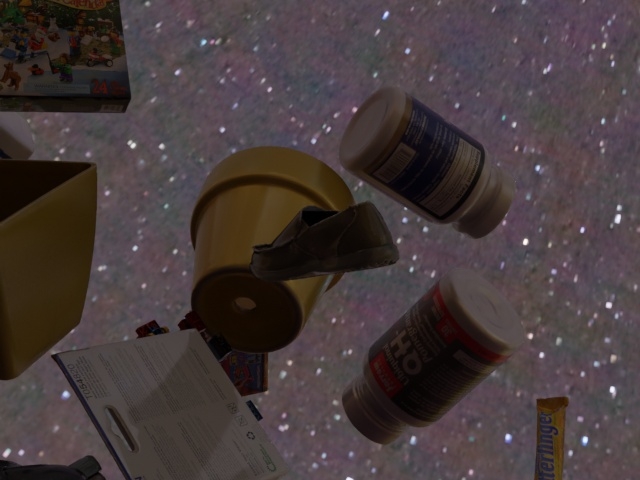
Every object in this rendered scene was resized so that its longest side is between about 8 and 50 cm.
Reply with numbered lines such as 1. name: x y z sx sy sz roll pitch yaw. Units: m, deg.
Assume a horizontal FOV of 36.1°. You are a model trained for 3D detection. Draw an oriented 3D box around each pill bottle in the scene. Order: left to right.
1. pill bottle: 0.184 0.210 1.701 0.176 0.176 0.318 39 -63 -8
2. pill bottle: 0.173 -0.117 1.558 0.264 0.153 0.153 31 -47 -23

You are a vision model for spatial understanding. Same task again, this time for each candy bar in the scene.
1. candy bar: 0.264 0.250 1.133 0.040 0.161 0.018 -11 -47 28

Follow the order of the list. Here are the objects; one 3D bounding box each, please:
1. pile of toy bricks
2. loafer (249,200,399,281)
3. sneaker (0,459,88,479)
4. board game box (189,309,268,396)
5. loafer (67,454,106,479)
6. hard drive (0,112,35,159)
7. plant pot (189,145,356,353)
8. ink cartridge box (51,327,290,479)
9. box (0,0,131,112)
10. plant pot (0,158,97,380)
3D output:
1. pile of toy bricks: -0.176 0.208 1.353 0.212 0.118 0.105 54 -47 11
2. loafer: 0.000 0.000 1.216 0.251 0.094 0.087 -10 -92 48
3. sneaker: -0.145 0.185 0.534 0.153 0.268 0.101 9 -95 2
4. board game box: -0.172 0.217 1.886 0.145 0.027 0.281 -10 -41 -12
5. loafer: -0.264 0.275 0.838 0.096 0.267 0.084 -39 -95 31
6. hard drive: -0.514 -0.221 1.260 0.318 0.210 0.040 39 -89 -26
7. plant pot: -0.084 0.027 1.452 0.254 0.239 0.254 6 -52 8
8. ink cartridge box: -0.172 0.207 1.108 0.045 0.224 0.223 -50 -116 28
9. box: -0.348 -0.230 1.151 0.233 0.159 0.044 -3 -18 -24
10. plant pot: -0.371 0.032 1.070 0.212 0.212 0.187 4 -66 18
